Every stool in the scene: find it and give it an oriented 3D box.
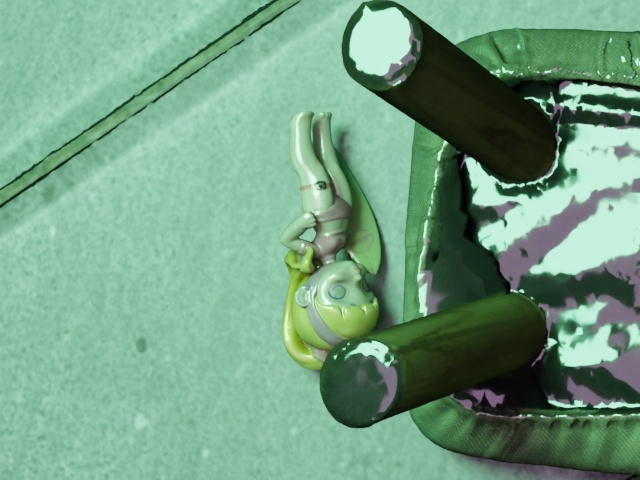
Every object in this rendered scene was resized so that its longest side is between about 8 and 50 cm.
[{"bbox_3d":[0.170,0.002,1.254,0.310,0.226,0.310,1,88,24],"label":"stool"}]

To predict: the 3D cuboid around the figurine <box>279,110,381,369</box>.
[{"bbox_3d":[0.000,0.000,1.406,0.083,0.083,0.187,-8,91,21],"label":"figurine"}]
